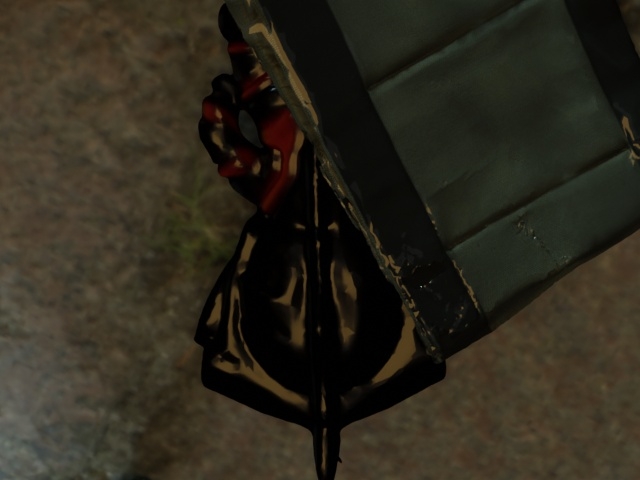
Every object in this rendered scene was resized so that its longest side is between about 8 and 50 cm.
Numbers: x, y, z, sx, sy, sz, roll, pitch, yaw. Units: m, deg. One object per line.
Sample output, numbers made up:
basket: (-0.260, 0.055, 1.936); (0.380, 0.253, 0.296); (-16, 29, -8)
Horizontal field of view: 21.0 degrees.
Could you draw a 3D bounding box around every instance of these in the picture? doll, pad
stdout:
doll: (0.002, -0.001, 0.877); (0.127, 0.088, 0.249); (1, 104, 30)
pad: (0.072, -0.079, 0.829); (0.174, 0.022, 0.233); (-33, 107, -9)

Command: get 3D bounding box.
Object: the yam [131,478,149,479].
yam: (-0.207, 0.251, 1.028); (0.045, 0.045, 0.327); (34, 115, -31)
